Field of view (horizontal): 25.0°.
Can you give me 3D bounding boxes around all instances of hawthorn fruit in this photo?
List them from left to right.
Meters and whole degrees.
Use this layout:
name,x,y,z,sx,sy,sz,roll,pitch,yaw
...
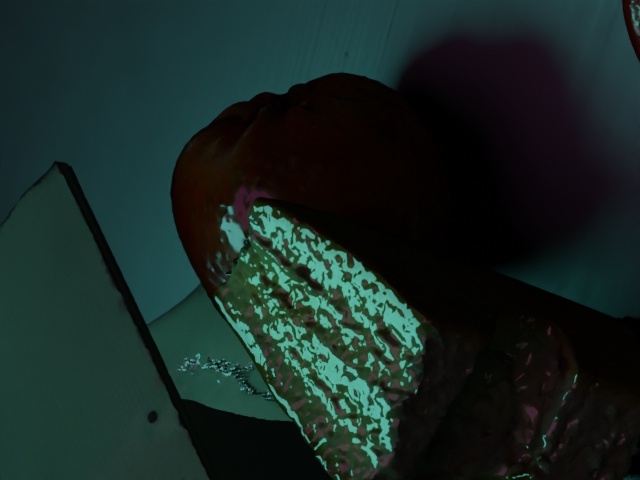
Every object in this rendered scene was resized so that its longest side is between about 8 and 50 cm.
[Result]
name,x,y,z,sx,sy,sz,roll,pitch,yaw
hawthorn fruit,0.000,0.000,0.916,0.179,0.179,0.200,15,121,52

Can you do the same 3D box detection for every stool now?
name,x,y,z,sx,sy,sz,roll,pitch,yaw
stool,-0.103,0.120,0.972,0.170,0.243,0.270,-39,62,19

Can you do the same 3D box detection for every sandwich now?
name,x,y,z,sx,sy,sz,roll,pitch,yaw
sandwich,0.055,0.072,0.786,0.128,0.235,0.122,-85,17,-66

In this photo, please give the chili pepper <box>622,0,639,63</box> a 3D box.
name,x,y,z,sx,sy,sz,roll,pitch,yaw
chili pepper,0.180,-0.120,0.737,0.059,0.050,0.191,-18,83,47
